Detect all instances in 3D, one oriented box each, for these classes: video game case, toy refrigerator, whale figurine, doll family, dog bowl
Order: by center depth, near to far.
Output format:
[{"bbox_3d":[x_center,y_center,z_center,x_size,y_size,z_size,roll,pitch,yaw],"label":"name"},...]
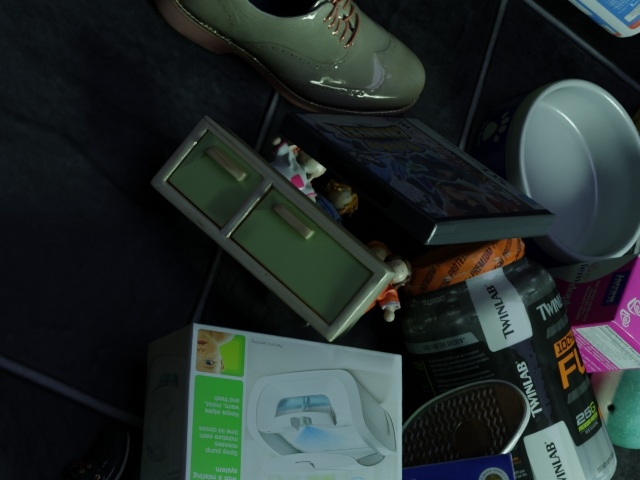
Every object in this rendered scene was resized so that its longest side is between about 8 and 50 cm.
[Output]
[{"bbox_3d":[-0.052,-0.013,1.387,0.269,0.094,0.102,41,95,9],"label":"toy refrigerator"},{"bbox_3d":[0.122,-0.080,1.507,0.275,0.248,0.035,-4,126,-51],"label":"video game case"},{"bbox_3d":[0.000,0.000,1.520,0.163,0.118,0.263,-32,83,-29],"label":"doll family"},{"bbox_3d":[0.343,-0.091,1.769,0.265,0.104,0.265,7,77,-35],"label":"dog bowl"},{"bbox_3d":[0.485,0.196,1.781,0.272,0.141,0.216,-24,129,-51],"label":"whale figurine"}]

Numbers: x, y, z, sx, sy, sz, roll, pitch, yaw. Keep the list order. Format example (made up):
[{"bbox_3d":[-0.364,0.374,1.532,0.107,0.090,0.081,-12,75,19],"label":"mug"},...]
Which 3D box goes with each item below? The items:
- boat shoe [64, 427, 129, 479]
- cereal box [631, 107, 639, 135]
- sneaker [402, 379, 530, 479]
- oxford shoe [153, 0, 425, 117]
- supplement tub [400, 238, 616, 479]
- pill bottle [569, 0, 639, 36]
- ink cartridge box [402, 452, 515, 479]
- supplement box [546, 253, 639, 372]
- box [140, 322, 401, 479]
[{"bbox_3d":[-0.248,0.255,1.318,0.042,0.049,0.133,44,64,-31],"label":"boat shoe"},{"bbox_3d":[0.583,-0.120,1.981,0.173,0.047,0.240,-46,109,-30],"label":"cereal box"},{"bbox_3d":[0.127,0.268,1.490,0.290,0.123,0.106,-38,74,4],"label":"sneaker"},{"bbox_3d":[-0.007,-0.256,1.517,0.397,0.146,0.140,18,69,-33],"label":"oxford shoe"},{"bbox_3d":[0.229,0.167,1.580,0.207,0.207,0.338,-25,97,-36],"label":"supplement tub"},{"bbox_3d":[0.409,-0.411,1.859,0.221,0.124,0.124,30,66,-29],"label":"pill bottle"},{"bbox_3d":[0.157,0.434,1.379,0.175,0.069,0.371,-10,82,7],"label":"ink cartridge box"},{"bbox_3d":[0.364,0.104,1.678,0.114,0.220,0.111,40,61,-24],"label":"supplement box"},{"bbox_3d":[-0.053,0.228,1.334,0.262,0.127,0.231,12,68,-28],"label":"box"}]
